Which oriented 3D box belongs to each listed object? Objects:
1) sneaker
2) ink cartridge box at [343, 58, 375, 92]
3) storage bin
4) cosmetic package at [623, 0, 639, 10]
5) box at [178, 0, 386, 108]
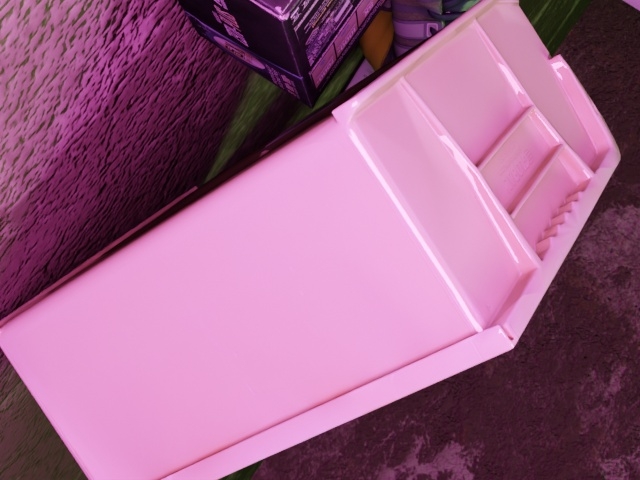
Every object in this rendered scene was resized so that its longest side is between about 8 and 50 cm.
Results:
[{"bbox_3d":[0.100,-0.156,0.859,0.111,0.121,0.300,-19,165,-5],"label":"sneaker"},{"bbox_3d":[0.071,-0.078,1.086,0.176,0.128,0.127,-58,171,8],"label":"ink cartridge box"},{"bbox_3d":[0.000,0.000,0.653,0.262,0.123,0.260,-30,-173,32],"label":"storage bin"},{"bbox_3d":[0.480,-0.504,1.451,0.161,0.230,0.453,-47,167,-46],"label":"cosmetic package"},{"bbox_3d":[0.010,-0.170,0.557,0.180,0.077,0.147,-55,172,-3],"label":"box"}]
